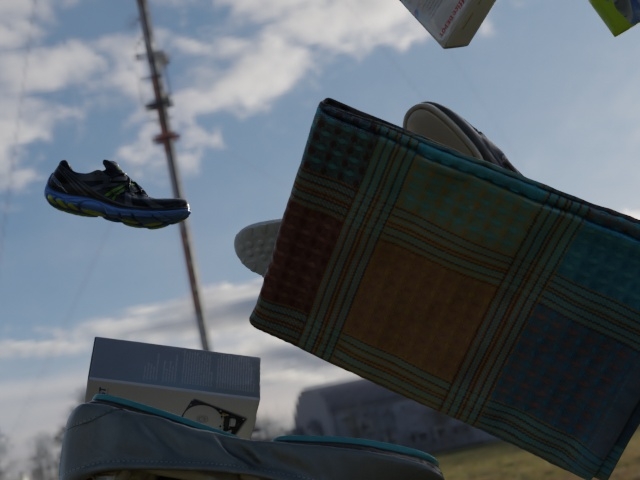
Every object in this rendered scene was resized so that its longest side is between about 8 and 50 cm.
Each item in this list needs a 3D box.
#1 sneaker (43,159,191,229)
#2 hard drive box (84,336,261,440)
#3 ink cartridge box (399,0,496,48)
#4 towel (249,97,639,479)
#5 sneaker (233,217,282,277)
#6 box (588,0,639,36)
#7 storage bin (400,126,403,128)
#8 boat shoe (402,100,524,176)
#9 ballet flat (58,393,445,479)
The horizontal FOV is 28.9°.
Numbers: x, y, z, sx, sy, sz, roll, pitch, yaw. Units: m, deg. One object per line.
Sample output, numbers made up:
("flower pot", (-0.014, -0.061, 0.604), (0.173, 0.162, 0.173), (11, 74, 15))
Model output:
("sneaker", (-0.256, -0.062, 1.582), (0.188, 0.078, 0.067), (13, -14, 4))
("hard drive box", (-0.210, 0.239, 1.718), (0.232, 0.089, 0.181), (8, -53, -7))
("ink cartridge box", (0.156, -0.314, 1.567), (0.052, 0.122, 0.088), (-11, -36, -41))
("towel", (0.134, 0.053, 1.098), (0.370, 0.040, 0.271), (23, -55, 5))
("sneaker", (0.000, 0.000, 1.685), (0.235, 0.090, 0.095), (-1, 23, -4))
("box", (0.334, -0.291, 1.331), (0.042, 0.109, 0.178), (-36, 1, -11))
("storage bin", (0.078, -0.104, 1.767), (0.135, 0.091, 0.098), (14, 40, 37))
("boat shoe", (0.236, -0.057, 1.701), (0.112, 0.335, 0.095), (-36, 2, 41))
("ballet flat", (-0.040, 0.137, 0.687), (0.213, 0.068, 0.072), (10, -26, 3))
